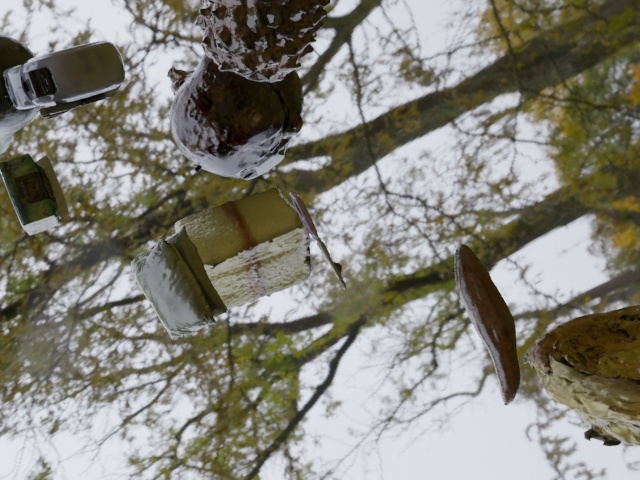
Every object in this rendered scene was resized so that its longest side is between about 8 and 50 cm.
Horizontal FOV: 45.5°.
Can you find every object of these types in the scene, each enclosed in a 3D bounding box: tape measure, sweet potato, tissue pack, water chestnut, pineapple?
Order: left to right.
[{"bbox_3d":[-0.466,-0.078,1.250,0.079,0.085,0.111,-22,-95,-16],"label":"tissue pack"},{"bbox_3d":[-0.435,-0.281,1.334,0.196,0.178,0.105,-23,-72,-30],"label":"tape measure"},{"bbox_3d":[-0.217,-0.320,1.749,0.347,0.335,0.335,39,-144,12],"label":"water chestnut"},{"bbox_3d":[-0.038,-0.376,0.952,0.175,0.361,0.175,21,-153,-11],"label":"pineapple"},{"bbox_3d":[0.256,0.122,1.155,0.058,0.078,0.255,-14,-102,-21],"label":"sweet potato"}]

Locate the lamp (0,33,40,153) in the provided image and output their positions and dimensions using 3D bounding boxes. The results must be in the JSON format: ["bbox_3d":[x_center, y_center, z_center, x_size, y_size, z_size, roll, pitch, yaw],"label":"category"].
[{"bbox_3d":[-0.636,-0.275,1.487,0.181,0.314,0.182,8,-110,-22],"label":"lamp"}]

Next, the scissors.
[{"bbox_3d":[-0.001,0.000,1.437,0.212,0.021,0.110,58,175,17],"label":"scissors"}]

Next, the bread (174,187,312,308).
[{"bbox_3d":[-0.145,0.053,1.636,0.198,0.263,0.236,-123,15,-58],"label":"bread"}]

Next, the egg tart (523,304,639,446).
[{"bbox_3d":[0.379,0.165,0.894,0.290,0.290,0.107,-25,-70,-51],"label":"egg tart"}]

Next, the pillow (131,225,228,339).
[{"bbox_3d":[-0.258,0.085,1.378,0.181,0.134,0.078,61,-150,1],"label":"pillow"}]
